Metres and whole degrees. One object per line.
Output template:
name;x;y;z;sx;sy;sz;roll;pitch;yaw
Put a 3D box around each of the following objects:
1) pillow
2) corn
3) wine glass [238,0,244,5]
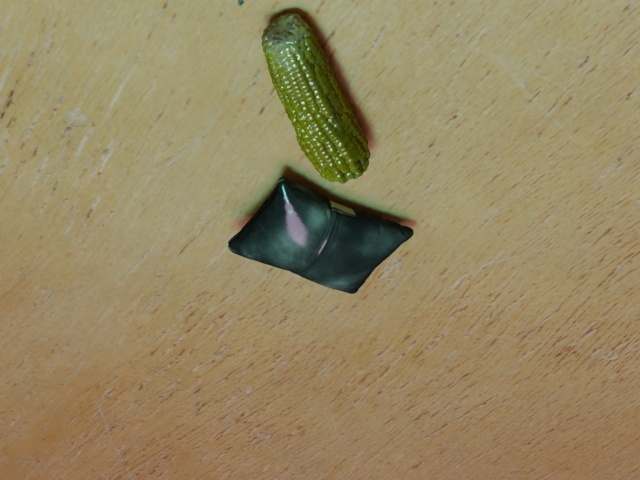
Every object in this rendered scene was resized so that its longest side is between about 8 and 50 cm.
pillow;0.000;0.000;2.388;0.249;0.106;0.186;21;134;-22
corn;-0.005;-0.194;2.138;0.097;0.097;0.320;-7;140;18
wine glass;-0.171;-0.358;1.957;0.155;0.073;0.073;9;144;-9
